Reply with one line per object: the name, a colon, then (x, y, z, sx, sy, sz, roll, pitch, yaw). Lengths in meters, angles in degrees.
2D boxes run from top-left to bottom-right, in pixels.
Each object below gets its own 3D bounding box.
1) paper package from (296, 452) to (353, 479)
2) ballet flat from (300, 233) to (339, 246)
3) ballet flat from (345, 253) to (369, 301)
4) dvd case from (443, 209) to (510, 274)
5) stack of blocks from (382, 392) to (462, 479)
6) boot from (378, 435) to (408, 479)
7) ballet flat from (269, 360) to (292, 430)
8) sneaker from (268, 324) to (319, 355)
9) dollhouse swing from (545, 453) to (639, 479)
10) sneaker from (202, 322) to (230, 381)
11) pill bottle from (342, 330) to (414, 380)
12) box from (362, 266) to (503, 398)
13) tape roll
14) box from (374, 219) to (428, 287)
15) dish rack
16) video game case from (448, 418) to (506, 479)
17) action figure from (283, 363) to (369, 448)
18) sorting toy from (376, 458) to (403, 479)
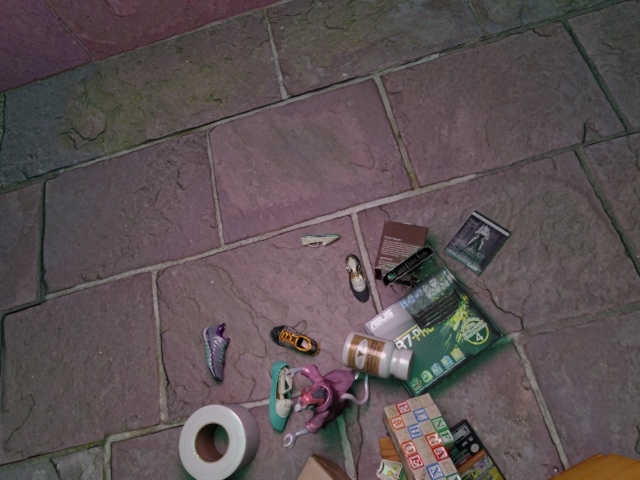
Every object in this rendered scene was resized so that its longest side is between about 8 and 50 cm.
paper package: (0.018, 0.914, 1.292, 0.309, 0.168, 0.325, 17, 71, 51)
ballet flat: (0.000, 0.000, 1.763, 0.168, 0.057, 0.053, -2, 98, 13)
ballet flat: (0.142, 0.146, 1.667, 0.074, 0.074, 0.204, -16, 69, 4)
dvd case: (0.623, 0.006, 1.660, 0.164, 0.018, 0.221, 37, 81, 21)
stack of blocks: (0.336, 0.662, 1.327, 0.171, 0.087, 0.297, -12, 41, -12)
boot: (0.237, 0.784, 1.397, 0.283, 0.109, 0.220, -22, 69, 0)
ballet flat: (-0.143, 0.574, 1.546, 0.087, 0.083, 0.248, -26, 58, 45)
sneaker: (-0.108, 0.382, 1.619, 0.214, 0.083, 0.084, 15, 75, 16)
dollhouse swing: (0.825, 0.827, 1.149, 0.314, 0.347, 0.305, -27, 67, 0)
sneaker: (-0.401, 0.440, 1.653, 0.098, 0.083, 0.224, -19, 67, -2)
pill bottle: (0.201, 0.404, 1.440, 0.229, 0.131, 0.131, 10, 72, 24)
box: (0.406, 0.338, 1.536, 0.394, 0.097, 0.318, -34, 66, -1)
tape roll: (-0.358, 0.719, 1.496, 0.245, 0.169, 0.247, -3, 69, 9)
box: (0.312, 0.054, 1.617, 0.168, 0.167, 0.204, 12, 73, 13)
dish rack: (0.365, 0.175, 1.463, 0.208, 0.074, 0.272, -36, 93, 6)
video game case: (0.448, 0.772, 1.356, 0.274, 0.035, 0.248, -23, 66, -22)
action figure: (0.019, 0.541, 1.383, 0.275, 0.370, 0.249, -8, 68, 9)
sorting toy: (0.224, 0.753, 1.347, 0.075, 0.045, 0.083, 21, 67, 22)
